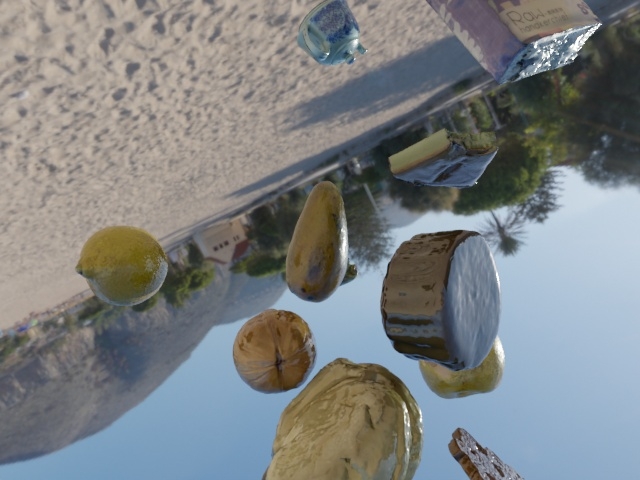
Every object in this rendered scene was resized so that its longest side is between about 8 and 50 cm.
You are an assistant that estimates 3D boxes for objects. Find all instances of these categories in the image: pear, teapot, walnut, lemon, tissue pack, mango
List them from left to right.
[{"bbox_3d":[-0.452,0.057,1.171,0.186,0.187,0.244,-25,167,15],"label":"lemon"},{"bbox_3d":[-0.107,0.252,1.185,0.195,0.195,0.222,-26,-163,-1],"label":"walnut"},{"bbox_3d":[0.003,0.002,1.374,0.175,0.330,0.176,15,-179,-29],"label":"mango"},{"bbox_3d":[0.033,-0.494,1.256,0.158,0.159,0.232,-21,-172,40],"label":"teapot"},{"bbox_3d":[0.418,0.342,1.531,0.271,0.271,0.271,-26,-174,3],"label":"pear"},{"bbox_3d":[0.350,-0.479,1.003,0.242,0.344,0.125,-23,158,-27],"label":"tissue pack"}]

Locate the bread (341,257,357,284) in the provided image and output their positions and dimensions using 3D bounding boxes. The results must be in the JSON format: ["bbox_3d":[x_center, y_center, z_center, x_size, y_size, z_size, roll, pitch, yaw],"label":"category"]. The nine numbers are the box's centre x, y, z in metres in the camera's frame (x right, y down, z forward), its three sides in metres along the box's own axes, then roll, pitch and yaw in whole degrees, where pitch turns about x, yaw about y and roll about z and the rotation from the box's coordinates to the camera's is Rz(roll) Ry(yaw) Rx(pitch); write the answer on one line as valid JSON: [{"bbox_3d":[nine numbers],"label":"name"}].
[{"bbox_3d":[0.035,0.118,1.769,0.232,0.128,0.088,-29,-145,59],"label":"bread"}]

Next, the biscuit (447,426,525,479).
[{"bbox_3d":[0.477,0.644,1.388,0.043,0.301,0.278,-56,-178,10],"label":"biscuit"}]

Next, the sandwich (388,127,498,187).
[{"bbox_3d":[0.307,-0.173,1.109,0.244,0.063,0.212,2,168,-31],"label":"sandwich"}]

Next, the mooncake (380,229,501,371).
[{"bbox_3d":[0.252,0.119,1.052,0.161,0.291,0.290,0,-158,41],"label":"mooncake"}]

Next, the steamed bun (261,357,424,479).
[{"bbox_3d":[0.052,0.417,0.997,0.324,0.231,0.372,-28,-163,10],"label":"steamed bun"}]
